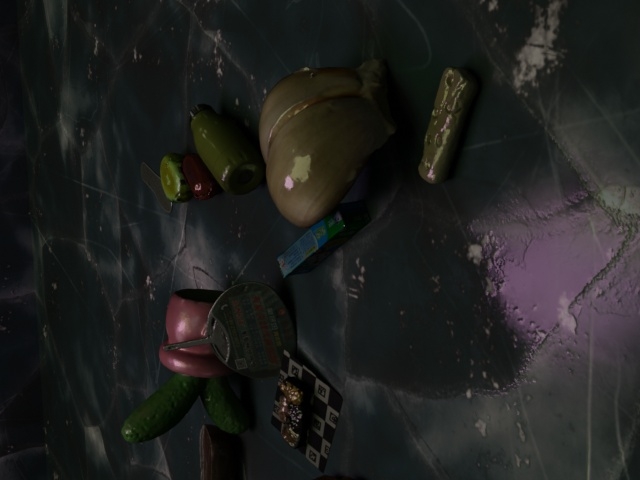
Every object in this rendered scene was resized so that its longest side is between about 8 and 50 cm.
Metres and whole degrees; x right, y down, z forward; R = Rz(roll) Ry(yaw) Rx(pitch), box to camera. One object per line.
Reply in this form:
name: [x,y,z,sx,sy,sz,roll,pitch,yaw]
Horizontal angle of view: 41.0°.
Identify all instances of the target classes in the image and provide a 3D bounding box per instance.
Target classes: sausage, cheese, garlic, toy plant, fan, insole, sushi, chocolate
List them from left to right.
insole: [-0.467,-0.155,2.432,0.232,0.003,0.080,47,134,42]
toy plant: [-0.306,0.295,2.039,0.210,0.316,0.356,33,116,57]
sausage: [-0.295,-0.156,2.105,0.141,0.076,0.076,55,139,35]
chocolate: [-0.260,0.603,2.214,0.157,0.080,0.254,-145,55,-67]
fan: [-0.177,0.230,1.901,0.294,0.012,0.223,-41,96,17]
sushi: [-0.053,0.376,1.842,0.192,0.050,0.215,35,126,37]
garlic: [-0.004,-0.165,1.528,0.313,0.249,0.286,-42,62,42]
cheese: [0.199,-0.182,1.363,0.065,0.043,0.194,45,133,41]

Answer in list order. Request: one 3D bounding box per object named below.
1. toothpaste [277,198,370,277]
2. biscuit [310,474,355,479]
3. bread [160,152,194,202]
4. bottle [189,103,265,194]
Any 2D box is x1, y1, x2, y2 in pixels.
toothpaste: [0.000,0.000,1.690,0.266,0.065,0.050,-40,63,53]
biscuit: [0.053,0.659,1.750,0.381,0.074,0.359,-42,63,54]
bread: [-0.364,-0.159,2.209,0.139,0.071,0.130,22,112,55]
bottle: [-0.224,-0.217,1.946,0.260,0.112,0.112,52,137,38]
